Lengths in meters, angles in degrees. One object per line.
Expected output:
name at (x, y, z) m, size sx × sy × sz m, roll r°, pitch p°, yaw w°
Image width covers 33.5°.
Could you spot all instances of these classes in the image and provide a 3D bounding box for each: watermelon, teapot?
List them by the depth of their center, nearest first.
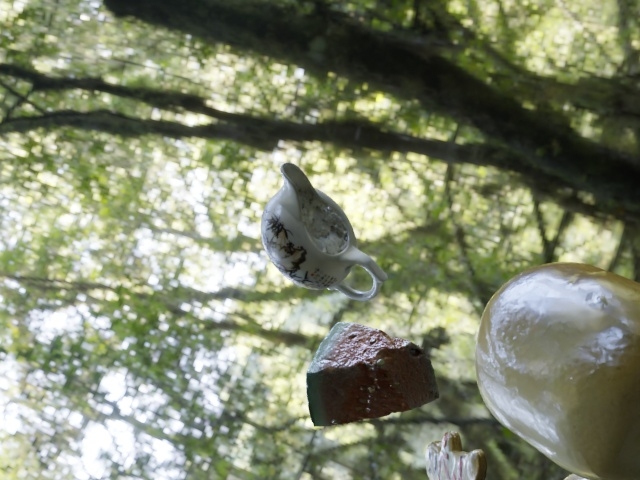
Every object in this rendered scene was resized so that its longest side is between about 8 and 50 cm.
teapot at (0.000, 0.000, 2.046) m, size 0.166 × 0.299 × 0.208 m, roll -48°, pitch 2°, yaw 30°
watermelon at (0.106, 0.273, 2.121) m, size 0.140 × 0.256 × 0.193 m, roll -27°, pitch -64°, yaw -59°

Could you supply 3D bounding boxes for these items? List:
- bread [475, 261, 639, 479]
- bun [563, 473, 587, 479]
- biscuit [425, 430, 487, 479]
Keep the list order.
bread at (0.433, 0.189, 1.700) m, size 0.348 × 0.376 × 0.253 m, roll -31°, pitch -64°, yaw -13°
bun at (0.574, 0.580, 2.036) m, size 0.164 × 0.299 × 0.299 m, roll -11°, pitch -64°, yaw -34°
biscuit at (0.238, 0.422, 1.913) m, size 0.030 × 0.234 × 0.153 m, roll 2°, pitch -85°, yaw -16°
